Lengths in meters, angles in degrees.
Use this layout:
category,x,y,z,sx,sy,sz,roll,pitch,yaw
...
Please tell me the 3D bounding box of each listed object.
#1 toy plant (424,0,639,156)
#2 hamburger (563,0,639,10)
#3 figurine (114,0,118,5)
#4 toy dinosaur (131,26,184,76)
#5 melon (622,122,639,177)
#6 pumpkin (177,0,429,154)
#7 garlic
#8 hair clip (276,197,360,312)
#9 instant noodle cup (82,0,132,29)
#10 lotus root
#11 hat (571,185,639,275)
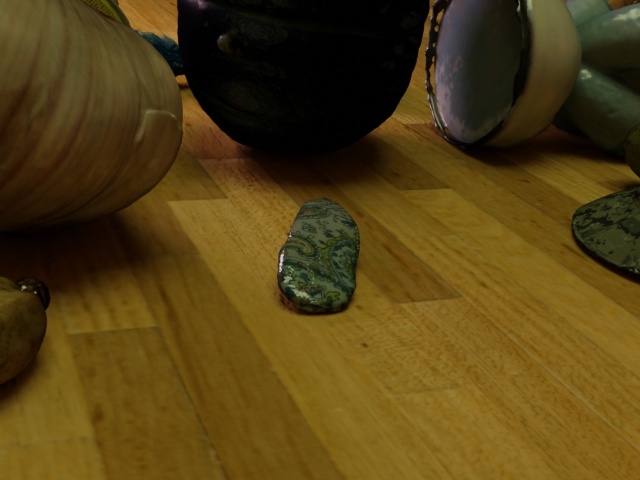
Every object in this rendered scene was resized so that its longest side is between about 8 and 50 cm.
category,x,y,z,sx,sy,sz,roll,pitch,yaw
toy plant,0.327,-0.222,1.199,0.332,0.247,0.247,1,22,-22
hamburger,0.455,-0.346,1.432,0.145,0.283,0.259,11,25,34
figurine,-0.358,-0.307,1.113,0.240,0.174,0.116,-13,44,-36
toy dinosaur,-0.248,-0.257,1.303,0.147,0.076,0.363,23,14,39
melon,0.417,-0.091,1.045,0.162,0.099,0.099,13,23,16
pumpkin,-0.015,-0.276,1.051,0.266,0.363,0.363,6,22,1
garlic,-0.267,-0.115,0.750,0.322,0.241,0.322,18,24,-8
hair clip,0.000,-0.002,0.807,0.066,0.036,0.229,12,22,-2
instant noodle cup,-0.302,-0.181,1.012,0.182,0.182,0.144,7,31,4
lotus root,-0.214,0.060,0.568,0.072,0.063,0.152,39,23,10
hat,0.367,-0.044,0.882,0.265,0.128,0.265,3,25,-1
